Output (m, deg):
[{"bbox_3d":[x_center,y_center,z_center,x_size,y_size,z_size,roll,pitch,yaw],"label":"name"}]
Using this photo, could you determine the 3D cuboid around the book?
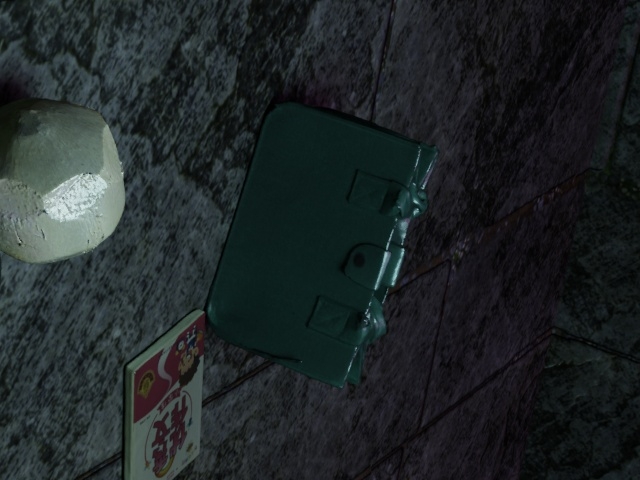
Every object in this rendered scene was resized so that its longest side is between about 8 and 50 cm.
[{"bbox_3d":[-0.199,0.219,2.451,0.162,0.022,0.231,-39,141,-48],"label":"book"}]

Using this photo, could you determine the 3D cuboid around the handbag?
[{"bbox_3d":[-0.001,0.000,2.438,0.089,0.238,0.326,12,98,-60],"label":"handbag"}]

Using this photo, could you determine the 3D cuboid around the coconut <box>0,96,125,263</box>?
[{"bbox_3d":[-0.273,-0.065,1.906,0.161,0.161,0.162,-54,159,-32],"label":"coconut"}]

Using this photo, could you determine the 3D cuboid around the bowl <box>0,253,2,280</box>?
[{"bbox_3d":[-0.402,0.049,1.777,0.211,0.112,0.211,-47,148,-41],"label":"bowl"}]
